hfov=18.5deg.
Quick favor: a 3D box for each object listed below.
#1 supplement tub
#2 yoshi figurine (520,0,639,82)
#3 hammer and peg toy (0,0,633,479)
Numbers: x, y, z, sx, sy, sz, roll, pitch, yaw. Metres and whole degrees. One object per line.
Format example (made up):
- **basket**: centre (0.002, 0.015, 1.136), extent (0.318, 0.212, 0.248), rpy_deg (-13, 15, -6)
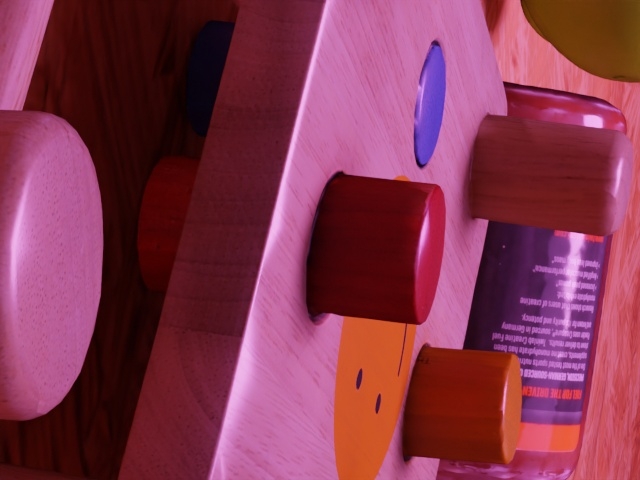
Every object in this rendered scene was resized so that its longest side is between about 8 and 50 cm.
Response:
- **supplement tub**: centre (0.063, 0.035, 0.810), extent (0.106, 0.106, 0.198), rpy_deg (7, 91, -75)
- **yoshi figurine**: centre (0.154, -0.221, 0.887), extent (0.203, 0.203, 0.362), rpy_deg (-44, 145, -41)
- **hammer and peg toy**: centre (0.000, 0.000, 0.522), extent (0.361, 0.127, 0.266), rpy_deg (61, 40, -66)
